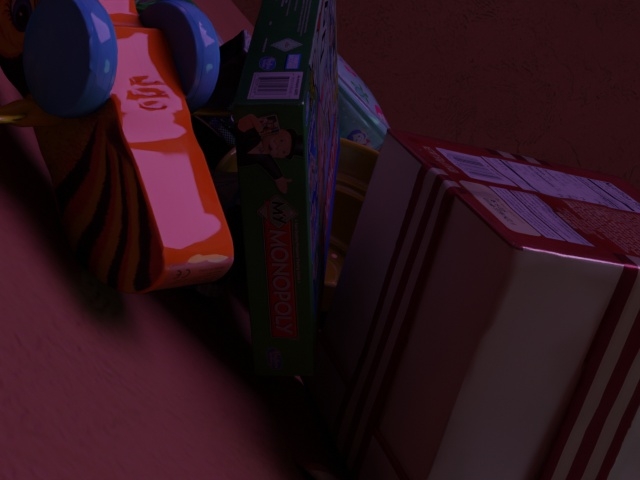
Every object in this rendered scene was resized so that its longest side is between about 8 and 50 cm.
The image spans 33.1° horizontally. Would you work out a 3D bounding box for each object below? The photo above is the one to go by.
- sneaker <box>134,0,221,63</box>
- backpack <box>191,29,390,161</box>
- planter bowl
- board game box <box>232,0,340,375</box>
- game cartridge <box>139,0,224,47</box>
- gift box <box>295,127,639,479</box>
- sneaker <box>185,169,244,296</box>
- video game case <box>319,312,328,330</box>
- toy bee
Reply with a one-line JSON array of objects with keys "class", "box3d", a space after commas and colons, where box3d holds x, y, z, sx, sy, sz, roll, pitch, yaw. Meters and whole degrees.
[{"class": "sneaker", "box3d": [-0.147, -0.145, 0.856, 0.109, 0.123, 0.295, 48, 10, -22]}, {"class": "backpack", "box3d": [-0.025, -0.119, 1.225, 0.253, 0.191, 0.225, 54, 6, -17]}, {"class": "planter bowl", "box3d": [0.000, 0.000, 0.986, 0.217, 0.090, 0.217, 10, 39, -8]}, {"class": "board game box", "box3d": [-0.018, -0.082, 0.814, 0.317, 0.046, 0.213, -84, 172, -55]}, {"class": "game cartridge", "box3d": [-0.170, -0.258, 1.462, 0.198, 0.062, 0.297, 47, 8, -51]}, {"class": "gift box", "box3d": [0.120, 0.082, 0.785, 0.276, 0.258, 0.255, 10, 20, -17]}, {"class": "sneaker", "box3d": [-0.095, -0.013, 0.826, 0.083, 0.071, 0.190, 16, 18, 6]}, {"class": "video game case", "box3d": [0.059, 0.122, 1.105, 0.248, 0.035, 0.275, 45, 11, -39]}, {"class": "toy bee", "box3d": [-0.138, -0.107, 0.665, 0.195, 0.162, 0.298, 20, 65, -39]}]
